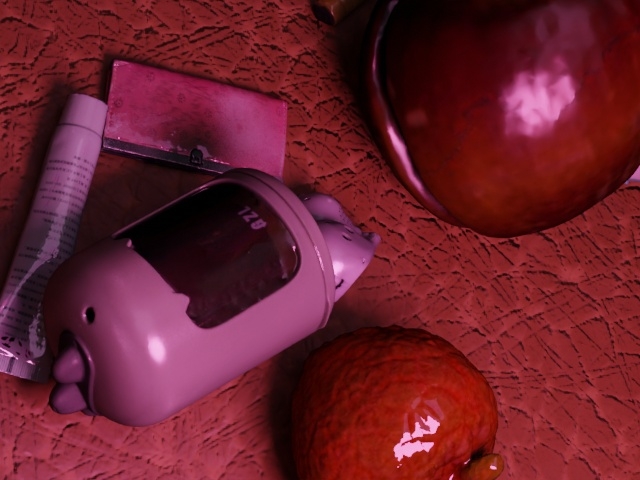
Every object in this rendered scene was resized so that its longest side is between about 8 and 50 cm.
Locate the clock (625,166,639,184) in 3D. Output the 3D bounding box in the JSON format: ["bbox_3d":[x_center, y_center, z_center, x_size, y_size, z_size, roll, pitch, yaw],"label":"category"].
[{"bbox_3d":[0.538,-0.196,2.045,0.262,0.231,0.116,-63,144,-26],"label":"clock"}]

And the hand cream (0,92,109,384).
[{"bbox_3d":[-0.300,-0.009,1.679,0.085,0.058,0.331,22,67,-26],"label":"hand cream"}]

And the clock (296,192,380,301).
[{"bbox_3d":[0.000,0.000,1.780,0.117,0.080,0.176,38,19,-3],"label":"clock"}]

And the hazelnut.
[{"bbox_3d":[0.266,-0.219,1.840,0.402,0.402,0.429,52,53,-4],"label":"hazelnut"}]

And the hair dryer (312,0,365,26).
[{"bbox_3d":[0.105,-0.361,1.977,0.278,0.090,0.135,-42,98,-23],"label":"hair dryer"}]

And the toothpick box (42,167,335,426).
[{"bbox_3d":[-0.162,0.079,1.639,0.316,0.229,0.229,-30,90,-32],"label":"toothpick box"}]

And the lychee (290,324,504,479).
[{"bbox_3d":[0.089,0.231,1.692,0.255,0.300,0.255,-18,125,-27],"label":"lychee"}]

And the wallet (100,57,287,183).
[{"bbox_3d":[-0.149,-0.140,1.813,0.232,0.025,0.119,11,70,-24],"label":"wallet"}]
